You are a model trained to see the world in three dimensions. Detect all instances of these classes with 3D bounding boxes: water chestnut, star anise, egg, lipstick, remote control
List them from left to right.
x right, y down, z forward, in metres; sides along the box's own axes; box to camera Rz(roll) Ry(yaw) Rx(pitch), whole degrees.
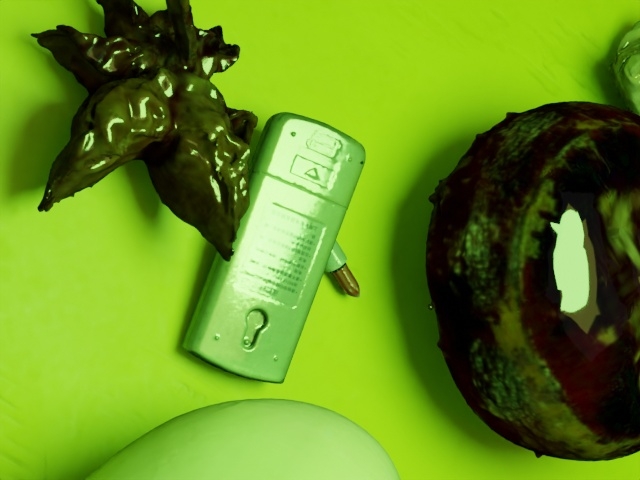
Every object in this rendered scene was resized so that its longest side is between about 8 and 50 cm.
[{"bbox_3d":[-0.150,-0.146,1.095,0.237,0.148,0.346,-33,116,-35],"label":"star anise"},{"bbox_3d":[-0.071,0.266,1.027,0.283,0.283,0.345,52,53,-18],"label":"egg"},{"bbox_3d":[-0.038,0.006,1.192,0.098,0.038,0.233,22,85,-23],"label":"remote control"},{"bbox_3d":[0.001,0.000,1.249,0.030,0.030,0.129,-40,106,-30],"label":"lipstick"},{"bbox_3d":[0.266,0.029,1.259,0.350,0.302,0.350,0,89,-32],"label":"water chestnut"}]

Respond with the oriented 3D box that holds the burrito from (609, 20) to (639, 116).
[{"bbox_3d":[0.420,-0.089,1.480,0.347,0.107,0.175,51,41,-23],"label":"burrito"}]
